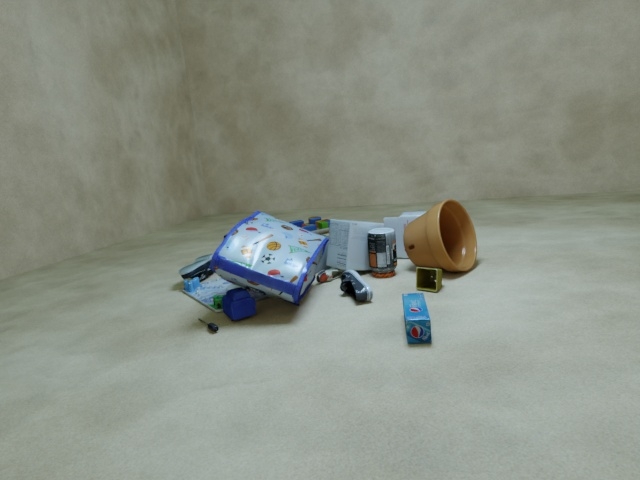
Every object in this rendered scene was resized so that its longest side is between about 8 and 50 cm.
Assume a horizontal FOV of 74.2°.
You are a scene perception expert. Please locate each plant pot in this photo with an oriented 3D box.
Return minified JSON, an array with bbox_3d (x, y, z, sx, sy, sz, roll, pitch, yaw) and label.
[{"bbox_3d":[0.404,0.137,1.539,0.081,0.081,0.083,4,5,40],"label":"plant pot"},{"bbox_3d":[0.480,-0.002,1.740,0.203,0.291,0.290,-18,0,45],"label":"plant pot"}]

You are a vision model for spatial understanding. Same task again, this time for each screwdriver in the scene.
[{"bbox_3d":[-0.375,0.278,1.409,0.025,0.024,0.169,21,-10,-29],"label":"screwdriver"}]

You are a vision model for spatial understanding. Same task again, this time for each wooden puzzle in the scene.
[{"bbox_3d":[-0.069,-0.098,2.839,0.321,0.081,0.347,-13,14,-29],"label":"wooden puzzle"}]

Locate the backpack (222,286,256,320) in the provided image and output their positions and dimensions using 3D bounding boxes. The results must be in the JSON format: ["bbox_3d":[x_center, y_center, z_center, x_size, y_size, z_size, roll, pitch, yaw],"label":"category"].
[{"bbox_3d":[-0.284,0.213,1.463,0.097,0.101,0.120,-6,6,-31],"label":"backpack"}]

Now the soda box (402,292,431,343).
[{"bbox_3d":[0.276,0.219,1.224,0.067,0.071,0.210,-5,12,10],"label":"soda box"}]

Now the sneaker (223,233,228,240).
[{"bbox_3d":[-0.434,0.049,2.071,0.106,0.163,0.281,-28,7,-3],"label":"sneaker"}]

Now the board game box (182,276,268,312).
[{"bbox_3d":[-0.329,0.177,1.768,0.389,0.051,0.389,-14,14,-34],"label":"board game box"}]

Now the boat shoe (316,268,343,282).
[{"bbox_3d":[0.038,0.145,1.751,0.043,0.049,0.136,8,14,42],"label":"boat shoe"}]

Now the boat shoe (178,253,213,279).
[{"bbox_3d":[-0.553,0.137,1.952,0.114,0.091,0.302,-13,10,13],"label":"boat shoe"}]

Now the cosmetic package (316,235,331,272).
[{"bbox_3d":[0.007,0.064,1.952,0.237,0.127,0.107,-14,15,-40],"label":"cosmetic package"}]

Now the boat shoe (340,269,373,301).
[{"bbox_3d":[0.111,0.169,1.548,0.075,0.080,0.228,-8,20,-18],"label":"boat shoe"}]

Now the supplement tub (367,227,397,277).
[{"bbox_3d":[0.254,0.050,1.736,0.116,0.191,0.117,-6,13,1],"label":"supplement tub"}]

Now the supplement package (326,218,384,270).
[{"bbox_3d":[0.149,0.018,1.823,0.194,0.203,0.149,2,5,-35],"label":"supplement package"}]

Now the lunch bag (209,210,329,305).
[{"bbox_3d":[-0.179,0.077,1.532,0.327,0.239,0.385,19,17,5],"label":"lunch bag"}]

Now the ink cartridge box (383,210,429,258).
[{"bbox_3d":[0.479,-0.028,1.944,0.352,0.207,0.119,0,15,23],"label":"ink cartridge box"}]

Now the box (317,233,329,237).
[{"bbox_3d":[0.000,0.000,2.455,0.114,0.036,0.207,-12,14,-28],"label":"box"}]
